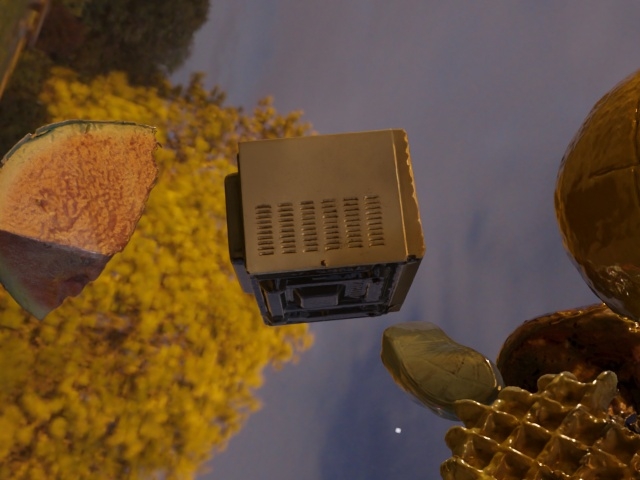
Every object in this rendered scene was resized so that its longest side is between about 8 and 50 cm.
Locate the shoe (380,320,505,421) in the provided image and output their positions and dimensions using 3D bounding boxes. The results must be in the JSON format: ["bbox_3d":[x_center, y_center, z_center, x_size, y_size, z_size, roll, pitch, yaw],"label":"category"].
[{"bbox_3d":[0.151,0.177,1.075,0.251,0.103,0.100,-135,-152,-67],"label":"shoe"}]

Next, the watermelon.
[{"bbox_3d":[-0.287,-0.049,0.918,0.128,0.146,0.231,-10,-128,40],"label":"watermelon"}]

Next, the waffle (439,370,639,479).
[{"bbox_3d":[0.240,0.216,0.812,0.261,0.250,0.056,-93,168,-56],"label":"waffle"}]

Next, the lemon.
[{"bbox_3d":[0.367,-0.039,0.783,0.297,0.297,0.297,-54,-155,40],"label":"lemon"}]

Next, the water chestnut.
[{"bbox_3d":[0.419,0.235,1.300,0.347,0.335,0.335,-81,-163,-67],"label":"water chestnut"}]

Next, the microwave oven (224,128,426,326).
[{"bbox_3d":[0.000,0.000,0.888,0.240,0.194,0.145,90,-9,-74],"label":"microwave oven"}]
